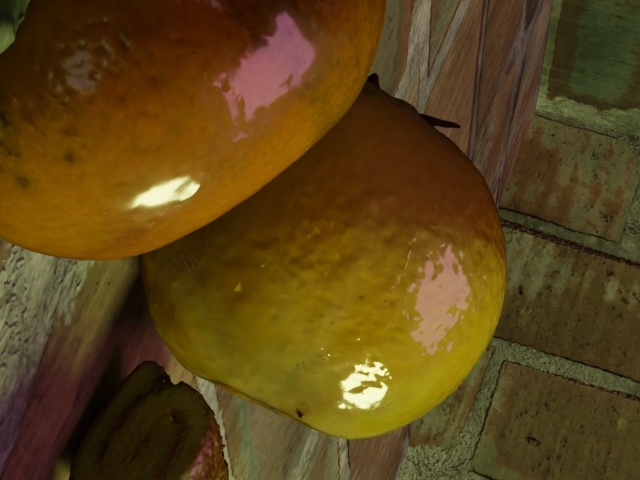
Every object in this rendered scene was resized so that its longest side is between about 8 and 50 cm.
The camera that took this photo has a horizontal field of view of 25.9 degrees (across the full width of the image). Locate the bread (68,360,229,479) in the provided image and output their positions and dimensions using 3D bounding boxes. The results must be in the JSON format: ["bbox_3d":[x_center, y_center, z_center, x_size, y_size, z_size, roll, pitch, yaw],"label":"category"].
[{"bbox_3d":[-0.125,0.188,1.069,0.172,0.103,0.132,91,23,-58],"label":"bread"}]

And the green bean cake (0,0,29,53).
[{"bbox_3d":[-0.179,-0.110,0.409,0.255,0.132,0.241,93,15,-47],"label":"green bean cake"}]

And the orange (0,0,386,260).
[{"bbox_3d":[-0.082,-0.100,0.655,0.171,0.240,0.240,56,35,-17],"label":"orange"}]

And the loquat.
[{"bbox_3d":[0.000,0.000,1.020,0.275,0.274,0.275,17,90,-77],"label":"loquat"}]
